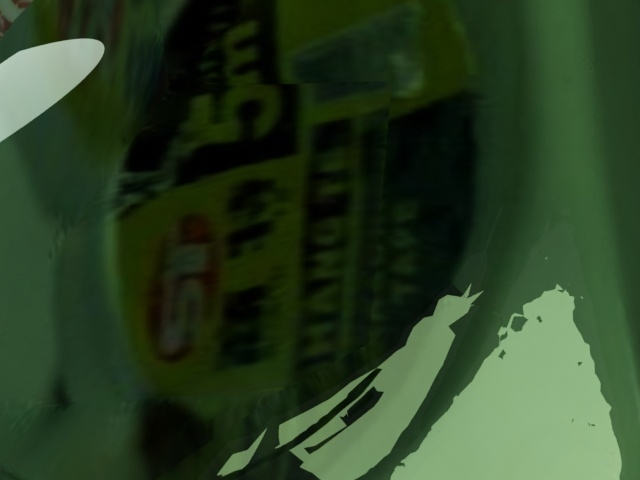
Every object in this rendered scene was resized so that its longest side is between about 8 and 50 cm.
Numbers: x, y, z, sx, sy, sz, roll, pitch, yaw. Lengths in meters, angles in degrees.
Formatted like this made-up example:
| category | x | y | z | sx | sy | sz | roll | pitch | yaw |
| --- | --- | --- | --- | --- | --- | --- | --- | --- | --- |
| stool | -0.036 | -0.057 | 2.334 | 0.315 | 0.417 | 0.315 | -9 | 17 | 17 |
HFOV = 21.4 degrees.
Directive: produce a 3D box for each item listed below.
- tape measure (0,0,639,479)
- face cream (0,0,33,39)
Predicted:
| category | x | y | z | sx | sy | sz | roll | pitch | yaw |
| --- | --- | --- | --- | --- | --- | --- | --- | --- | --- |
| tape measure | 0.001 | -0.001 | 0.533 | 0.262 | 0.138 | 0.259 | -14 | 60 | 25 |
| face cream | -0.110 | -0.106 | 0.718 | 0.163 | 0.080 | 0.337 | -37 | 76 | 17 |
